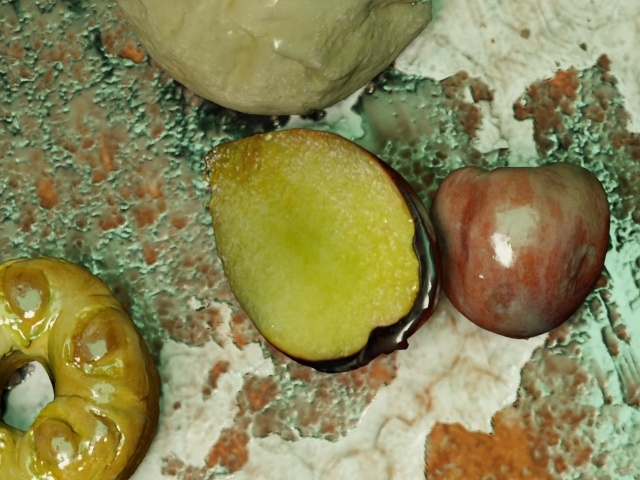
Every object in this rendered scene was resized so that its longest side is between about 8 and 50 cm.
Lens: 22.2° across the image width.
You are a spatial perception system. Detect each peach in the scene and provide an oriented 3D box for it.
[{"bbox_3d":[0.161,0.010,1.340,0.152,0.152,0.152,-2,72,5],"label":"peach"},{"bbox_3d":[0.003,0.001,1.372,0.279,0.068,0.189,44,109,35],"label":"peach"}]

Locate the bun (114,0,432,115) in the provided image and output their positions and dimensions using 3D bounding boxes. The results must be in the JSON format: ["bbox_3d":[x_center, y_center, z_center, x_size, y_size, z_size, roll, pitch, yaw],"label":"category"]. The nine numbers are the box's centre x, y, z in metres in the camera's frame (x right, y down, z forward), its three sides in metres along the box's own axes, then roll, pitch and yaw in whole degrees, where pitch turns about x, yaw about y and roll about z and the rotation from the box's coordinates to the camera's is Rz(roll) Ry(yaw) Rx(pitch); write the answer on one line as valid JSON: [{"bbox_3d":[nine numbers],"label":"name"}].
[{"bbox_3d":[-0.056,-0.252,1.397,0.282,0.205,0.281,-2,72,7],"label":"bun"}]

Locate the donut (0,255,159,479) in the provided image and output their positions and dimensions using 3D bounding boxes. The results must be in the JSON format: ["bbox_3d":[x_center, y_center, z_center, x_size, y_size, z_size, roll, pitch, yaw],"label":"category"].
[{"bbox_3d":[-0.241,0.127,1.340,0.227,0.114,0.226,-2,71,5],"label":"donut"}]
